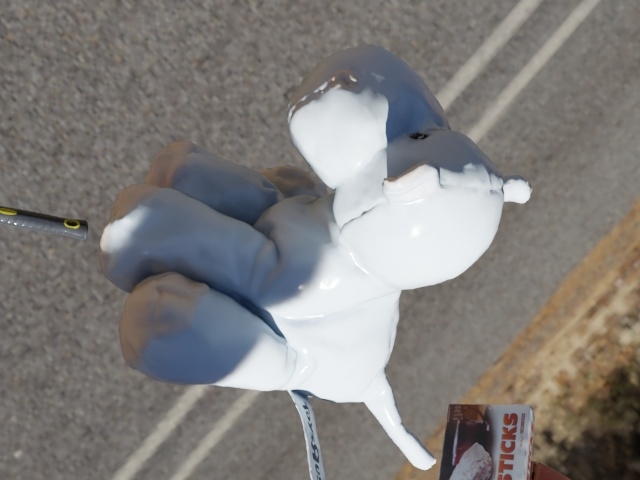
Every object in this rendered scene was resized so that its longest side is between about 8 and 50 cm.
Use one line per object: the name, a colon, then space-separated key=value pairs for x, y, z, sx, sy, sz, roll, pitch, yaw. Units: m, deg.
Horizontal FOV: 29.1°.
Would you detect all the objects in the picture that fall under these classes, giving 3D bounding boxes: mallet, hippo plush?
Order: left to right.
mallet: x=-0.290 y=-0.033 z=1.033 sx=0.189 sy=0.062 sz=0.039 roll=5 pitch=144 yaw=-27
hippo plush: x=0.000 y=0.000 z=0.852 sx=0.234 sy=0.294 sz=0.236 roll=-6 pitch=150 yaw=-45

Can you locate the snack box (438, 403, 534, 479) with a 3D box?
snack box: x=0.114 y=0.199 z=0.885 sx=0.022 sy=0.064 sz=0.178 roll=65 pitch=29 yaw=-49

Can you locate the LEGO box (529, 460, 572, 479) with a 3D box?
LEGO box: x=0.275 y=0.501 z=1.129 sx=0.193 sy=0.372 sz=0.500 roll=-59 pitch=-179 yaw=34
